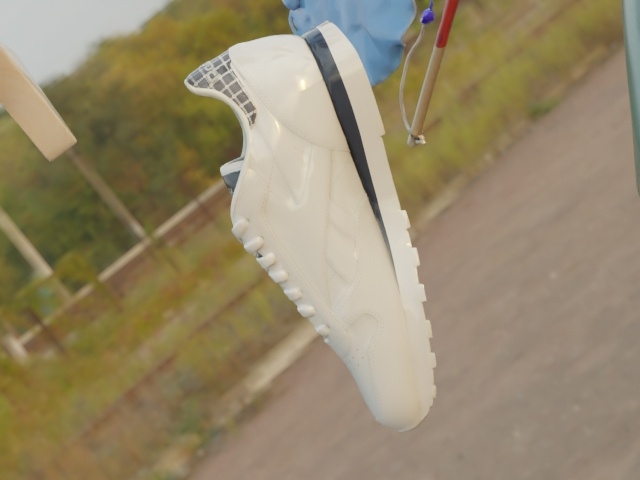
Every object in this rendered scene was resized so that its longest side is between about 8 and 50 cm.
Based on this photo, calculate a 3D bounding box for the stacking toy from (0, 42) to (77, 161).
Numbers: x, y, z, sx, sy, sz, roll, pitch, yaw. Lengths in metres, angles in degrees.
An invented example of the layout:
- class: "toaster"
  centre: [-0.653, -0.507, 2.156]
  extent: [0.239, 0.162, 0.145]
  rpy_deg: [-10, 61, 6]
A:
- class: "stacking toy"
  centre: [-0.300, -0.157, 1.022]
  extent: [0.130, 0.309, 0.279]
  rpy_deg: [-37, -36, -1]

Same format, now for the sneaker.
- class: "sneaker"
  centre: [0.000, 0.000, 0.966]
  extent: [0.095, 0.235, 0.090]
  rpy_deg: [-18, 5, -9]

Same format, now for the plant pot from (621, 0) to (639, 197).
- class: "plant pot"
  centre: [0.303, -0.162, 0.973]
  extent: [0.293, 0.235, 0.293]
  rpy_deg: [-13, 22, 5]

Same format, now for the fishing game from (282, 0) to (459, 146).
- class: "fishing game"
  centre: [0.020, -0.195, 1.204]
  extent: [0.041, 0.264, 0.189]
  rpy_deg: [-17, -38, -27]
